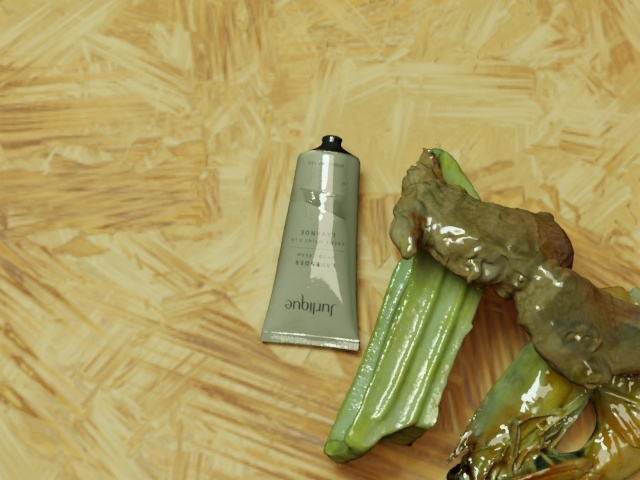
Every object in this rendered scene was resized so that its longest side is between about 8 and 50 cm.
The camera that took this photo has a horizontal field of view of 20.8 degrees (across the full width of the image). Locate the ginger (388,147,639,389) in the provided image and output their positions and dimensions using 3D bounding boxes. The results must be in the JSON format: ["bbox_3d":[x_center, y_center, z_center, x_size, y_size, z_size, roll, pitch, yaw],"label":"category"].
[{"bbox_3d":[0.184,0.037,1.409,0.290,0.084,0.122,31,41,-8],"label":"ginger"}]

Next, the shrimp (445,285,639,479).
[{"bbox_3d":[0.202,0.153,1.462,0.267,0.061,0.145,-40,86,-12],"label":"shrimp"}]

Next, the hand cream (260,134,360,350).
[{"bbox_3d":[0.000,0.000,1.516,0.087,0.054,0.186,5,80,7],"label":"hand cream"}]

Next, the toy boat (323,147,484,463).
[{"bbox_3d":[0.086,0.062,1.460,0.084,0.111,0.276,21,71,-6],"label":"toy boat"}]
